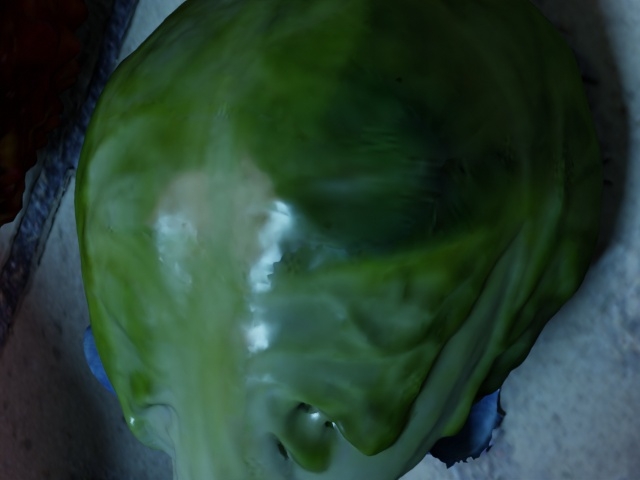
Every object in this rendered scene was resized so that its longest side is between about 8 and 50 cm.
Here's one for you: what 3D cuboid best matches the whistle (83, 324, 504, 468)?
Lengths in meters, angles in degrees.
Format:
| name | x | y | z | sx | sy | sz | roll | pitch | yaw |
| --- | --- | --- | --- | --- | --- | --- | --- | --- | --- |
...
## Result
| name | x | y | z | sx | sy | sz | roll | pitch | yaw |
| --- | --- | --- | --- | --- | --- | --- | --- | --- | --- |
| whistle | -0.030 | 0.079 | 1.019 | 0.304 | 0.062 | 0.062 | 3 | 103 | 48 |

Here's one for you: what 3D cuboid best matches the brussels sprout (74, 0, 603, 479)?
| name | x | y | z | sx | sy | sz | roll | pitch | yaw |
| --- | --- | --- | --- | --- | --- | --- | --- | --- | --- |
| brussels sprout | 0.000 | 0.000 | 0.825 | 0.210 | 0.219 | 0.271 | 16 | 97 | 45 |

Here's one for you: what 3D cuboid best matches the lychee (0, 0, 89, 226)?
| name | x | y | z | sx | sy | sz | roll | pitch | yaw |
| --- | --- | --- | --- | --- | --- | --- | --- | --- | --- |
| lychee | -0.349 | -0.145 | 1.008 | 0.425 | 0.500 | 0.424 | -4 | 71 | 13 |
